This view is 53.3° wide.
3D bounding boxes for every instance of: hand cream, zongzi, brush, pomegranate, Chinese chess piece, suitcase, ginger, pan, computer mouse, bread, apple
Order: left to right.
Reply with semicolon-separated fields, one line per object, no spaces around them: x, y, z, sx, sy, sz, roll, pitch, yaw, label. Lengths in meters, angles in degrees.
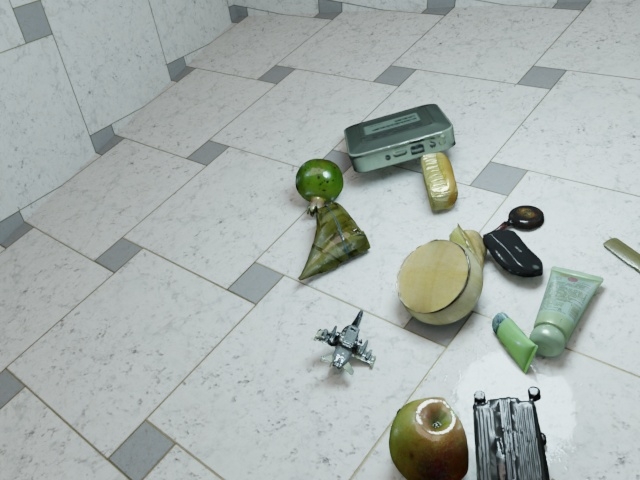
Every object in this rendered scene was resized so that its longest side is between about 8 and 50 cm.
-0.006;-0.194;2.386;0.187;0.187;0.225;-1;69;20;pomegranate
0.000;0.000;2.200;0.275;0.125;0.250;-31;43;-4;zongzi
0.255;0.486;1.521;0.174;0.188;0.207;-37;47;-25;apple
0.350;0.122;1.880;0.257;0.104;0.257;-21;51;28;Chinese chess piece
0.420;-0.209;2.245;0.106;0.139;0.236;-10;44;7;bread
0.482;0.048;1.983;0.123;0.115;0.193;-1;59;-25;ginger
0.626;-0.061;2.082;0.212;0.040;0.114;-21;36;-3;pan
0.586;0.047;1.940;0.122;0.073;0.217;-2;42;-28;computer mouse
0.527;0.269;1.736;0.046;0.095;0.175;0;32;-23;hand cream
0.424;0.522;1.380;0.152;0.229;0.334;-8;42;17;suitcase
0.666;0.186;1.761;0.147;0.093;0.305;14;49;32;hand cream
0.928;0.069;1.821;0.054;0.048;0.282;-25;40;-10;brush

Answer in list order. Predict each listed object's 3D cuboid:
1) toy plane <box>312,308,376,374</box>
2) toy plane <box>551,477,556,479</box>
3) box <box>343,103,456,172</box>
0.089;0.280;1.885;0.192;0.088;0.262;24;49;5;toy plane
0.556;0.642;1.311;0.204;0.102;0.316;-19;34;-2;toy plane
0.296;-0.403;2.463;0.396;0.111;0.396;-16;25;5;box
